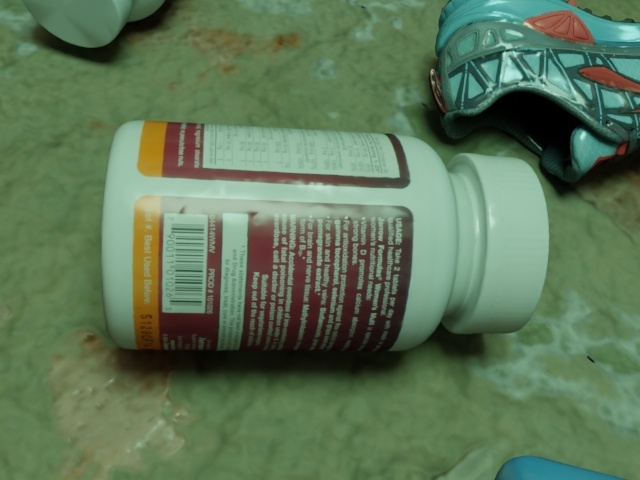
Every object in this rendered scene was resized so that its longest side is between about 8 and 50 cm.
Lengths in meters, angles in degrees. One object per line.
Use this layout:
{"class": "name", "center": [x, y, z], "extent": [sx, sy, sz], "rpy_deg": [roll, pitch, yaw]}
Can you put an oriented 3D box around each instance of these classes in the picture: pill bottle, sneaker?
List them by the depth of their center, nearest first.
{"class": "pill bottle", "center": [0.000, 0.000, 0.409], "extent": [0.221, 0.121, 0.121], "rpy_deg": [2, 55, -9]}
{"class": "sneaker", "center": [0.205, -0.091, 0.541], "extent": [0.261, 0.104, 0.125], "rpy_deg": [13, 71, 4]}
{"class": "pill bottle", "center": [-0.147, -0.231, 0.557], "extent": [0.103, 0.103, 0.184], "rpy_deg": [17, 54, 2]}

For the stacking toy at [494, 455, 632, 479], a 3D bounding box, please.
{"class": "stacking toy", "center": [0.225, 0.186, 0.317], "extent": [0.301, 0.175, 0.166], "rpy_deg": [8, 81, -26]}
